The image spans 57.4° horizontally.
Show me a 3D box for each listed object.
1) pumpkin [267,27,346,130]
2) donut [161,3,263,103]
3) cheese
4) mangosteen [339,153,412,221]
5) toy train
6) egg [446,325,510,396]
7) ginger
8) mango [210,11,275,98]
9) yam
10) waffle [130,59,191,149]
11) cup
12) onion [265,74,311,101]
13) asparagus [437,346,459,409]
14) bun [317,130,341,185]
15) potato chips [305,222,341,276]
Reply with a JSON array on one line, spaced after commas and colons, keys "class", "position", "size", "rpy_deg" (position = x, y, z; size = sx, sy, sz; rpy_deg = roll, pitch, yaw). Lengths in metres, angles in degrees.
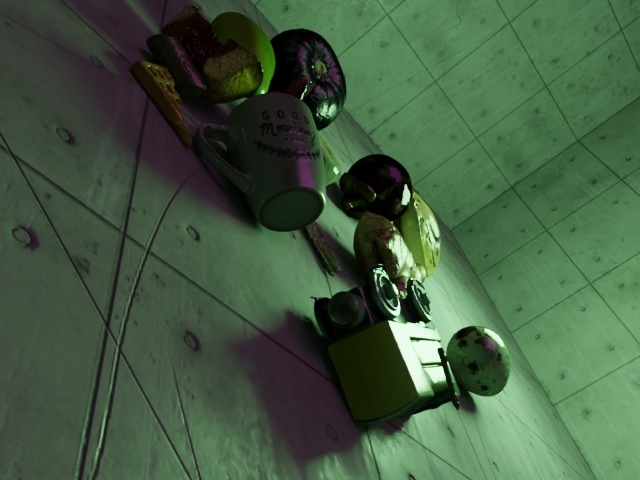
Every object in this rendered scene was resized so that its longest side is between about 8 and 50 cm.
[{"class": "pumpkin", "position": [-0.067, -0.477, 1.791], "size": [0.315, 0.238, 0.315], "rpy_deg": [25, 56, -43]}, {"class": "donut", "position": [-0.244, -0.384, 1.292], "size": [0.295, 0.112, 0.151], "rpy_deg": [47, -23, 30]}, {"class": "cheese", "position": [0.318, -0.036, 1.985], "size": [0.316, 0.128, 0.259], "rpy_deg": [81, -12, -48]}, {"class": "mangosteen", "position": [0.159, -0.150, 1.814], "size": [0.265, 0.228, 0.228], "rpy_deg": [-26, 78, -41]}, {"class": "toy train", "position": [0.133, 0.197, 1.083], "size": [0.397, 0.160, 0.253], "rpy_deg": [23, 42, -62]}, {"class": "egg", "position": [0.440, 0.338, 1.611], "size": [0.231, 0.169, 0.169], "rpy_deg": [58, 12, -28]}, {"class": "ginger", "position": [0.211, 0.077, 1.533], "size": [0.375, 0.166, 0.236], "rpy_deg": [31, 17, -39]}, {"class": "mango", "position": [-0.205, -0.484, 1.563], "size": [0.192, 0.156, 0.343], "rpy_deg": [28, 31, -39]}, {"class": "yam", "position": [-0.293, -0.353, 1.195], "size": [0.146, 0.069, 0.070], "rpy_deg": [60, 16, -3]}, {"class": "waffle", "position": [-0.274, -0.254, 1.113], "size": [0.191, 0.032, 0.125], "rpy_deg": [55, 14, 0]}, {"class": "cup", "position": [-0.115, -0.149, 1.131], "size": [0.258, 0.186, 0.234], "rpy_deg": [7, 49, -27]}, {"class": "onion", "position": [-0.097, -0.288, 1.345], "size": [0.140, 0.218, 0.195], "rpy_deg": [22, 29, -7]}, {"class": "asparagus", "position": [0.233, 0.250, 1.059], "size": [0.015, 0.014, 0.114], "rpy_deg": [8, 64, -49]}, {"class": "bun", "position": [-0.034, -0.227, 1.560], "size": [0.195, 0.118, 0.195], "rpy_deg": [54, 14, -20]}, {"class": "potato chips", "position": [0.000, 0.000, 1.338], "size": [0.092, 0.028, 0.207], "rpy_deg": [21, 33, -59]}]
